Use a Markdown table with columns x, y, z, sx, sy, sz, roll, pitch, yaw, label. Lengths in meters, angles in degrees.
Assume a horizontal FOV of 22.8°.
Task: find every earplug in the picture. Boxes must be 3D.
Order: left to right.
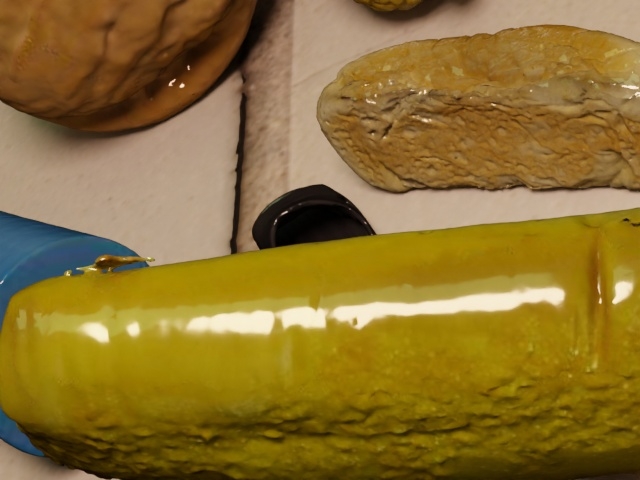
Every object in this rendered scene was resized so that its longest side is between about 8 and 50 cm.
| x | y | z | sx | sy | sz | roll | pitch | yaw | label |
| --- | --- | --- | --- | --- | --- | --- | --- | --- | --- |
| -0.223 | 0.036 | 1.018 | 0.132 | 0.132 | 0.273 | -50 | 36 | -17 | earplug |

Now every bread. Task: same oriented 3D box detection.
| x | y | z | sx | sy | sz | roll | pitch | yaw | label |
| --- | --- | --- | --- | --- | --- | --- | --- | --- | --- |
| 0.040 | 0.059 | 0.722 | 0.383 | 0.166 | 0.112 | -5 | 79 | 11 | bread |

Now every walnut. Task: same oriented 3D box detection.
| x | y | z | sx | sy | sz | roll | pitch | yaw | label |
| --- | --- | --- | --- | --- | --- | --- | --- | --- | --- |
| -0.162 | -0.201 | 1.130 | 0.257 | 0.257 | 0.224 | -26 | 10 | 13 | walnut |

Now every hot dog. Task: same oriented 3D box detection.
| x | y | z | sx | sy | sz | roll | pitch | yaw | label |
| --- | --- | --- | --- | --- | --- | --- | --- | --- | --- |
| 0.109 | -0.079 | 0.914 | 0.242 | 0.084 | 0.073 | 0 | 51 | 39 | hot dog |

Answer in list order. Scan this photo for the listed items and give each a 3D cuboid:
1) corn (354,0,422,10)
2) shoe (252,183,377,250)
| x | y | z | sx | sy | sz | roll | pitch | yaw | label |
| --- | --- | --- | --- | --- | --- | --- | --- | --- | --- |
| 0.023 | -0.249 | 1.132 | 0.119 | 0.119 | 0.322 | -35 | 33 | 2 | corn |
| 0.000 | 0.000 | 0.941 | 0.062 | 0.053 | 0.159 | -42 | 41 | -2 | shoe |
